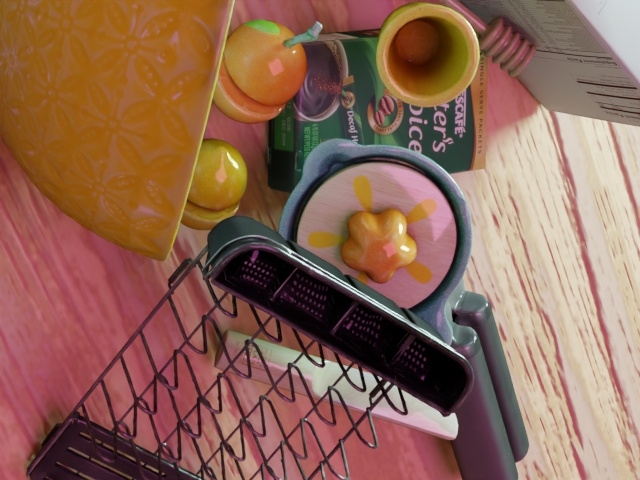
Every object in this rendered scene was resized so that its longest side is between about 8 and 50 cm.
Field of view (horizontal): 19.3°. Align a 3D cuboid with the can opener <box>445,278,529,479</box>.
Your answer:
[{"bbox_3d":[0.085,0.077,1.444,0.076,0.095,0.283,-63,144,-46],"label":"can opener"}]

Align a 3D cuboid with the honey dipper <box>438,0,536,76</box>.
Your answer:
[{"bbox_3d":[0.088,-0.179,1.373,0.161,0.030,0.030,37,75,-11],"label":"honey dipper"}]

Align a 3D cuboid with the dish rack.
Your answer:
[{"bbox_3d":[-0.057,0.122,1.258,0.208,0.074,0.271,31,109,-27],"label":"dish rack"}]

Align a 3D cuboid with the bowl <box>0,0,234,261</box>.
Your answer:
[{"bbox_3d":[-0.135,-0.144,1.118,0.156,0.289,0.289,12,93,-7],"label":"bowl"}]

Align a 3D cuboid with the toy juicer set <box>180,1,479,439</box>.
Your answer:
[{"bbox_3d":[0.000,0.000,1.287,0.209,0.089,0.329,-2,108,-5],"label":"toy juicer set"}]

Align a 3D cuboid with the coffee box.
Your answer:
[{"bbox_3d":[0.045,-0.099,1.379,0.184,0.040,0.113,-7,104,-37],"label":"coffee box"}]

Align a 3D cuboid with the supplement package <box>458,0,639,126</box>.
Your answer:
[{"bbox_3d":[0.214,-0.223,1.415,0.203,0.149,0.194,44,73,-36],"label":"supplement package"}]
